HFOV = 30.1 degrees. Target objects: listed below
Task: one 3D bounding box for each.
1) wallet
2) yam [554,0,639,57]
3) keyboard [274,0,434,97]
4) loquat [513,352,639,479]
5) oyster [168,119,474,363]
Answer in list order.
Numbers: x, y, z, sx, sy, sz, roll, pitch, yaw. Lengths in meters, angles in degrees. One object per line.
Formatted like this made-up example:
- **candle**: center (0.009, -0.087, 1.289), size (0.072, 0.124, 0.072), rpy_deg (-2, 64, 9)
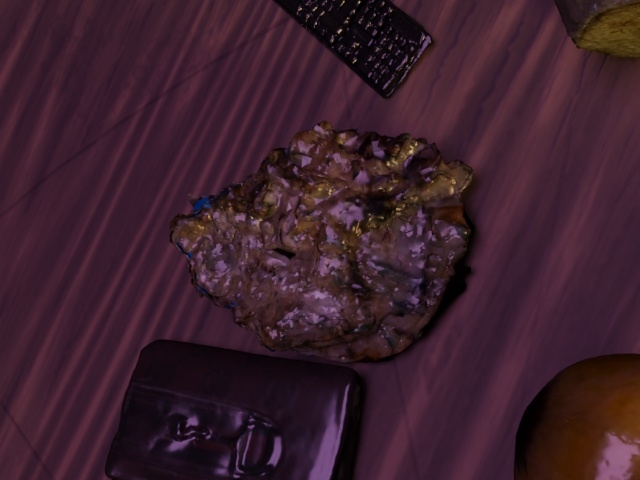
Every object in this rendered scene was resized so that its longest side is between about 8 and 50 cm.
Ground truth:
- **wallet**: center (-0.077, 0.182, 1.012), size (0.229, 0.049, 0.182), rpy_deg (4, 76, 29)
- **yam**: center (0.227, -0.256, 0.898), size (0.154, 0.154, 0.254), rpy_deg (-18, 72, 25)
- **keyboard**: center (0.007, -0.220, 1.084), size (0.072, 0.023, 0.231), rpy_deg (-51, 59, 12)
- **loquat**: center (0.204, 0.149, 0.804), size (0.163, 0.137, 0.163), rpy_deg (-28, 35, 22)
- **oyster**: center (-0.002, -0.001, 0.995), size (0.260, 0.092, 0.198), rpy_deg (7, 85, 28)
